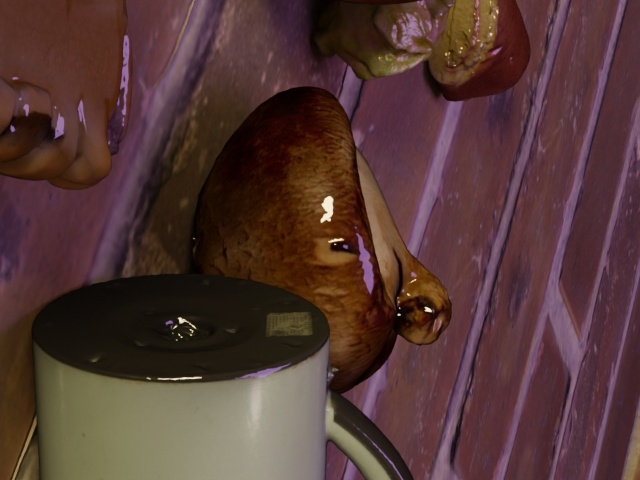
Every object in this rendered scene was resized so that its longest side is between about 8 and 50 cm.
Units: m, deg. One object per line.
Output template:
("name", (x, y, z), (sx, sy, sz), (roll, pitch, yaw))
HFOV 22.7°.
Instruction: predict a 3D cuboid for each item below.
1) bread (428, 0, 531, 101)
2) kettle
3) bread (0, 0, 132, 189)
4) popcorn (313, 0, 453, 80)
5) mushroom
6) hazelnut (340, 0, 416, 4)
("bread", (0.145, -0.185, 1.441), (0.192, 0.067, 0.119), (42, 59, -64))
("kettle", (-0.050, 0.156, 0.897), (0.161, 0.221, 0.237), (-98, -170, -73))
("bread", (-0.158, -0.098, 0.714), (0.225, 0.081, 0.134), (23, 71, -66))
("popcorn", (0.048, -0.169, 1.181), (0.097, 0.109, 0.089), (7, 127, -35))
("mushroom", (-0.014, 0.007, 1.031), (0.194, 0.138, 0.231), (61, -1, 15))
("hazelnut", (0.037, -0.230, 1.041), (0.182, 0.182, 0.182), (8, 90, -68))
